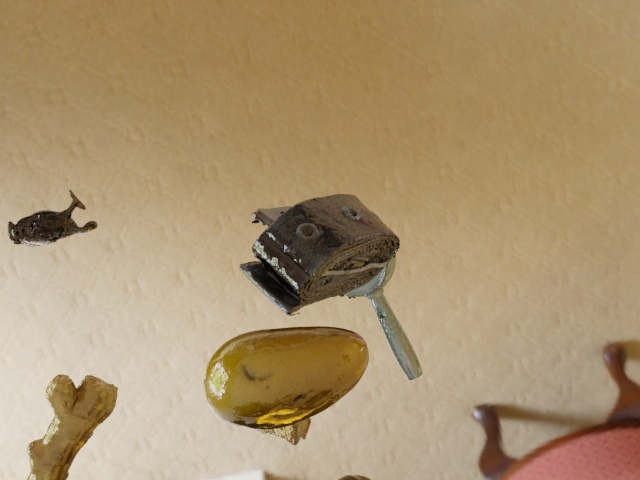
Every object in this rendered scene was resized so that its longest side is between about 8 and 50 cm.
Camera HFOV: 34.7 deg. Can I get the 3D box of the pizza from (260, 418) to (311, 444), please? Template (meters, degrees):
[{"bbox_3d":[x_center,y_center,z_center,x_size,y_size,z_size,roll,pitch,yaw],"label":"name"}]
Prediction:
[{"bbox_3d":[-0.050,0.242,1.575,0.062,0.161,0.182,21,132,-37],"label":"pizza"}]

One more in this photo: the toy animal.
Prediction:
[{"bbox_3d":[-0.354,-0.019,1.347,0.108,0.220,0.062,-30,100,-11],"label":"toy animal"}]

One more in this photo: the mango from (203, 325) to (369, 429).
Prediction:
[{"bbox_3d":[-0.037,0.150,1.149,0.195,0.098,0.137,-20,143,21],"label":"mango"}]

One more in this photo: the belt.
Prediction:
[{"bbox_3d":[0.001,0.000,1.320,0.218,0.128,0.122,-11,139,-55],"label":"belt"}]

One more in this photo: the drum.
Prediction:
[{"bbox_3d":[0.069,0.093,1.551,0.130,0.049,0.253,-9,96,24],"label":"drum"}]

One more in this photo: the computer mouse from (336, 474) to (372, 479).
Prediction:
[{"bbox_3d":[0.062,0.430,1.462,0.137,0.270,0.086,-48,130,3],"label":"computer mouse"}]

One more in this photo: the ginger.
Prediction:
[{"bbox_3d":[-0.413,0.338,1.643,0.118,0.065,0.298,12,113,-27],"label":"ginger"}]
